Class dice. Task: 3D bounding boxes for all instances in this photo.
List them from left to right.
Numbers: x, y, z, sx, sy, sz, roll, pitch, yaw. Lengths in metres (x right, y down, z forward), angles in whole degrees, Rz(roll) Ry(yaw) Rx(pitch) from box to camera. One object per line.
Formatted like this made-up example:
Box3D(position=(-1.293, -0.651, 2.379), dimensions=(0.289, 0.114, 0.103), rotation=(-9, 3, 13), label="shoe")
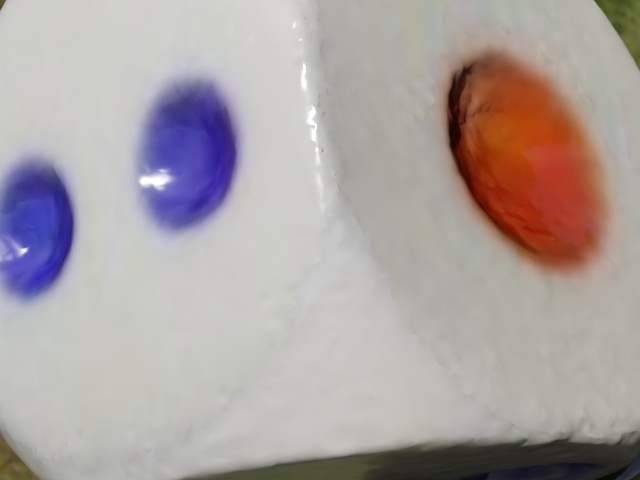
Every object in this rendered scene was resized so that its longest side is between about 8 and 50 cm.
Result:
Box3D(position=(0.000, 0.000, 0.732), dimensions=(0.251, 0.259, 0.243), rotation=(-21, 70, 41), label="dice")

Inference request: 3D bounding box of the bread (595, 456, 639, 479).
Box3D(position=(0.171, 0.153, 0.915), dimensions=(0.333, 0.333, 0.160), rotation=(-35, -20, 1), label="bread")
